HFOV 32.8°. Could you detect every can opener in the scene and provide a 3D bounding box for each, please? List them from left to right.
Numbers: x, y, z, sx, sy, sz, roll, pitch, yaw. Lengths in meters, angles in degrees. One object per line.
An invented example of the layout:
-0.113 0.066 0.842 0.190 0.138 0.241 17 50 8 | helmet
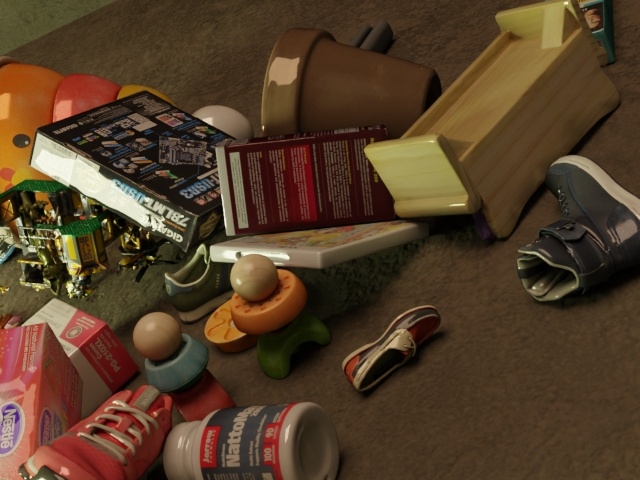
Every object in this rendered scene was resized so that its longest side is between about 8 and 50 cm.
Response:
0.053 -0.331 2.000 0.074 0.093 0.280 -6 32 35 | can opener

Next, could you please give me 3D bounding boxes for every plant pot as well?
0.060 -0.188 1.651 0.229 0.263 0.263 6 40 17 | plant pot

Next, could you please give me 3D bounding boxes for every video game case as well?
0.000 0.000 1.483 0.206 0.026 0.227 3 12 42 | video game case

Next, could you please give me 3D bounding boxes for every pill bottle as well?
-0.080 0.238 1.205 0.180 0.108 0.108 -10 35 30 | pill bottle

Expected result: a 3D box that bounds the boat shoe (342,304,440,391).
0.089 0.129 1.291 0.137 0.049 0.043 -34 33 -5 | boat shoe

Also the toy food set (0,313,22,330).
-0.535 0.149 1.815 0.078 0.019 0.122 -39 23 -18 | toy food set

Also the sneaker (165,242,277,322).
-0.142 0.035 1.590 0.192 0.086 0.064 -34 30 -11 | sneaker

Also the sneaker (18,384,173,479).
-0.233 0.218 1.204 0.136 0.116 0.314 -57 -2 -1 | sneaker

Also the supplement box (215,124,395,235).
-0.019 -0.086 1.530 0.239 0.130 0.073 -5 12 3 | supplement box

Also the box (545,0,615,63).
0.416 -0.355 1.753 0.100 0.060 0.244 -15 32 23 | box

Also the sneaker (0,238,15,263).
-0.646 0.010 2.061 0.188 0.078 0.067 -11 34 27 | sneaker

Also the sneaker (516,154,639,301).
0.289 -0.016 1.309 0.163 0.086 0.226 -29 31 -6 | sneaker

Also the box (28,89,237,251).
-0.241 -0.117 1.678 0.293 0.073 0.295 29 29 14 | box

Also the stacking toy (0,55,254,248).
-0.358 -0.180 1.949 0.480 0.350 0.350 -6 34 8 | stacking toy

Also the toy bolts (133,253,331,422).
-0.141 0.107 1.404 0.228 0.158 0.218 -39 31 -17 | toy bolts

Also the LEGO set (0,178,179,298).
-0.408 0.032 1.712 0.331 0.192 0.255 0 24 16 | LEGO set

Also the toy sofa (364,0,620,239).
0.246 -0.165 1.506 0.362 0.177 0.150 -47 26 -28 | toy sofa

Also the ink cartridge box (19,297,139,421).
-0.403 0.207 1.527 0.237 0.100 0.172 -44 33 -24 | ink cartridge box

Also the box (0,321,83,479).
-0.378 0.263 1.282 0.154 0.142 0.300 -10 49 4 | box
